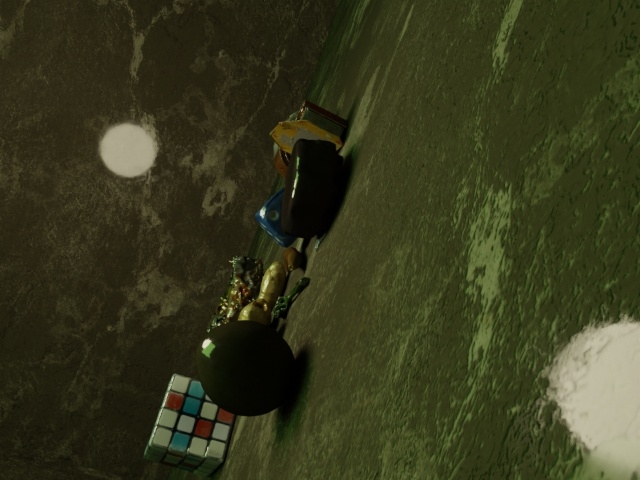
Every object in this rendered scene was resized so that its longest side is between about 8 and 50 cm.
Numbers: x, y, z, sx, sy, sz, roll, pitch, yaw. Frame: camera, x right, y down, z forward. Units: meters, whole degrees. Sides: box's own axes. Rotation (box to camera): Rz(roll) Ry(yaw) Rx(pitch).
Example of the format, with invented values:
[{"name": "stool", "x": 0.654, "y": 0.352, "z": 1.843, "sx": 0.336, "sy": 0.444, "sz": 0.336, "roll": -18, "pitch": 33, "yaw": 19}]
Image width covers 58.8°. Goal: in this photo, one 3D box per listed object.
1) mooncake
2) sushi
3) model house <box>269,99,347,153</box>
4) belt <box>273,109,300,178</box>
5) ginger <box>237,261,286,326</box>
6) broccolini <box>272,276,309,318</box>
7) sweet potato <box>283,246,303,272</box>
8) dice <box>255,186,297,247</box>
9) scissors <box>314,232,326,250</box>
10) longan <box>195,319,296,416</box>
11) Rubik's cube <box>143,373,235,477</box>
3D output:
[{"name": "mooncake", "x": -0.027, "y": -0.142, "z": 1.594, "sx": 0.283, "sy": 0.141, "sz": 0.283, "roll": -169, "pitch": 90, "yaw": -81}, {"name": "sushi", "x": -0.334, "y": 0.250, "z": 2.308, "sx": 0.417, "sy": 0.175, "sz": 0.418, "roll": -160, "pitch": 90, "yaw": -79}, {"name": "model house", "x": -0.029, "y": -0.363, "z": 1.805, "sx": 0.136, "sy": 0.219, "sz": 0.207, "roll": -69, "pitch": 10, "yaw": -26}, {"name": "belt", "x": -0.068, "y": -0.344, "z": 2.025, "sx": 0.105, "sy": 0.184, "sz": 0.262, "roll": 142, "pitch": 146, "yaw": -72}, {"name": "ginger", "x": -0.211, "y": 0.286, "z": 1.820, "sx": 0.363, "sy": 0.122, "sz": 0.348, "roll": -87, "pitch": 14, "yaw": -63}, {"name": "broccolini", "x": -0.094, "y": 0.160, "z": 1.635, "sx": 0.071, "sy": 0.057, "sz": 0.254, "roll": 58, "pitch": 151, "yaw": 16}, {"name": "sweet potato", "x": -0.087, "y": 0.059, "z": 1.762, "sx": 0.255, "sy": 0.058, "sz": 0.078, "roll": 158, "pitch": 112, "yaw": -81}, {"name": "dice", "x": -0.110, "y": -0.073, "z": 1.787, "sx": 0.146, "sy": 0.146, "sz": 0.143, "roll": -46, "pitch": 3, "yaw": -11}, {"name": "scissors", "x": 0.000, "y": 0.000, "z": 1.565, "sx": 0.083, "sy": 0.006, "sz": 0.036, "roll": 126, "pitch": 158, "yaw": -55}, {"name": "longan", "x": -0.178, "y": 0.289, "z": 1.302, "sx": 0.248, "sy": 0.248, "sz": 0.248, "roll": -160, "pitch": 90, "yaw": -79}, {"name": "Rubik's cube", "x": -0.450, "y": 0.651, "z": 1.989, "sx": 0.259, "sy": 0.253, "sz": 0.256, "roll": 122, "pitch": 164, "yaw": -53}]
